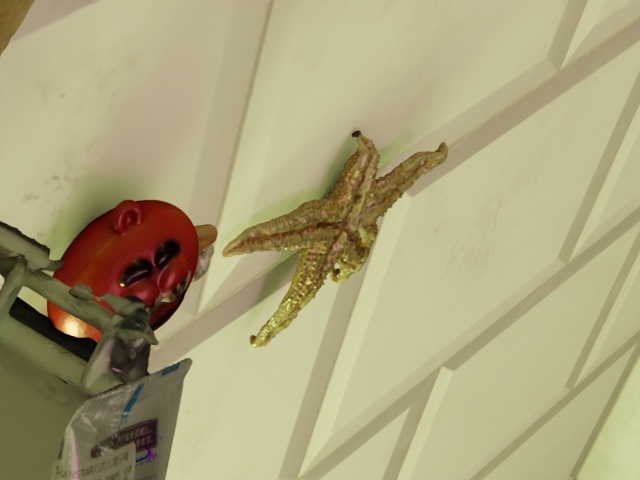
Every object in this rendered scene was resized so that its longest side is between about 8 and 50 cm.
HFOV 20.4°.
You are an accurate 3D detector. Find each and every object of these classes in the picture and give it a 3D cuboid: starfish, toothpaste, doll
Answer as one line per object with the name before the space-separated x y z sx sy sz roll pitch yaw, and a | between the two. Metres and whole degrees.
starfish | 0.004 0.004 1.650 0.295 0.048 0.231 -27 149 -45
toothpaste | -0.132 0.209 0.963 0.114 0.073 0.299 -15 122 -61
doll | -0.147 0.039 1.348 0.183 0.085 0.217 -33 161 -38

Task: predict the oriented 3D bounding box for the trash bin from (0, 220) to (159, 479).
trash bin | -0.271 0.181 1.005 0.368 0.255 0.296 -47 164 -48

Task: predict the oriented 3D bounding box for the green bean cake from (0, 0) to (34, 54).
green bean cake | -0.204 -0.143 0.890 0.179 0.109 0.085 -58 159 16
